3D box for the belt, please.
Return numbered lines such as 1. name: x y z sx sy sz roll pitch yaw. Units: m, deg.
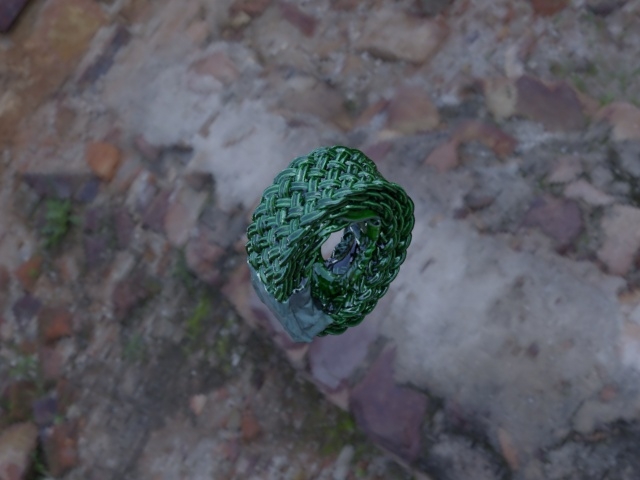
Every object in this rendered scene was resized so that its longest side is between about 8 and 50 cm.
1. belt: 0.000 0.000 0.903 0.079 0.121 0.151 45 139 38
